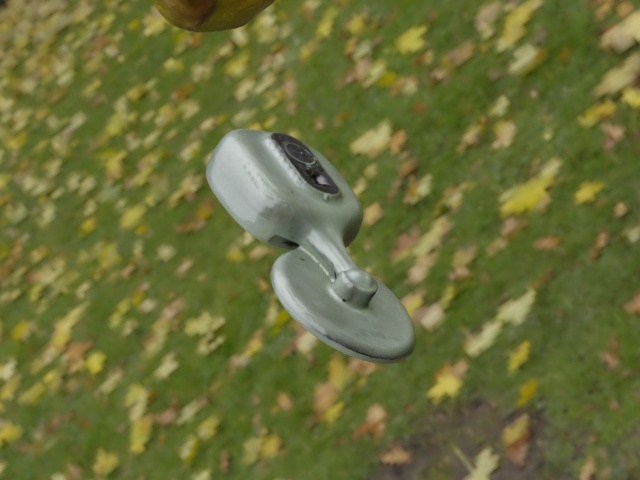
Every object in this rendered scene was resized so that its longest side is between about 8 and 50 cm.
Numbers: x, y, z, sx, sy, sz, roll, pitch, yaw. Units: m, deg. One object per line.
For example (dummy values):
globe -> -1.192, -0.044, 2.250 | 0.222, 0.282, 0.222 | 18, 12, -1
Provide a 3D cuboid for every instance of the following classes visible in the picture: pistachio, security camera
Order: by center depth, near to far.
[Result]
security camera -> 0.000, 0.000, 1.489 | 0.080, 0.157, 0.301 | -55, 48, 25
pistachio -> -0.129, -0.294, 1.690 | 0.189, 0.110, 0.100 | -13, -42, -33
